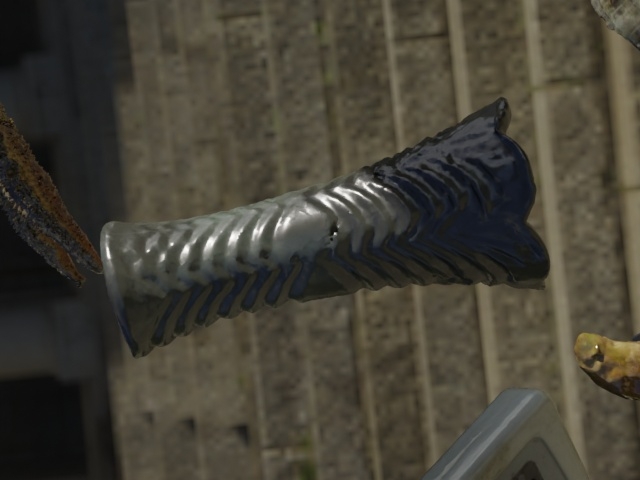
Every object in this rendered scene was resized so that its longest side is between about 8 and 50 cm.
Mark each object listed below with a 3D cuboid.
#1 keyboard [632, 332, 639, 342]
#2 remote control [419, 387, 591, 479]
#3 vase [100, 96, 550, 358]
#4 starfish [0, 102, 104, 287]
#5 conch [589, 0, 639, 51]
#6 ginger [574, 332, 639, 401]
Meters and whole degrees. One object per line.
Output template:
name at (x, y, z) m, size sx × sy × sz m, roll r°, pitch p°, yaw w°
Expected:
keyboard at (0.322, 0.089, 1.341) m, size 0.067 × 0.202 × 0.011 m, roll -39°, pitch 39°, yaw 51°
remote control at (0.038, 0.141, 0.665) m, size 0.029 × 0.190 × 0.087 m, roll 0°, pitch 123°, yaw 49°
vase at (0.000, 0.000, 1.048) m, size 0.115 × 0.237 × 0.115 m, roll -13°, pitch -90°, yaw -89°
starfish at (-0.208, -0.065, 1.144) m, size 0.227 × 0.043 × 0.240 m, roll 48°, pitch 169°, yaw -6°
conch at (0.217, -0.152, 0.986) m, size 0.207 × 0.155 × 0.130 m, roll 65°, pitch -157°, yaw 4°
ginger at (0.128, 0.038, 0.581) m, size 0.048 × 0.097 × 0.030 m, roll 105°, pitch -174°, yaw -48°
